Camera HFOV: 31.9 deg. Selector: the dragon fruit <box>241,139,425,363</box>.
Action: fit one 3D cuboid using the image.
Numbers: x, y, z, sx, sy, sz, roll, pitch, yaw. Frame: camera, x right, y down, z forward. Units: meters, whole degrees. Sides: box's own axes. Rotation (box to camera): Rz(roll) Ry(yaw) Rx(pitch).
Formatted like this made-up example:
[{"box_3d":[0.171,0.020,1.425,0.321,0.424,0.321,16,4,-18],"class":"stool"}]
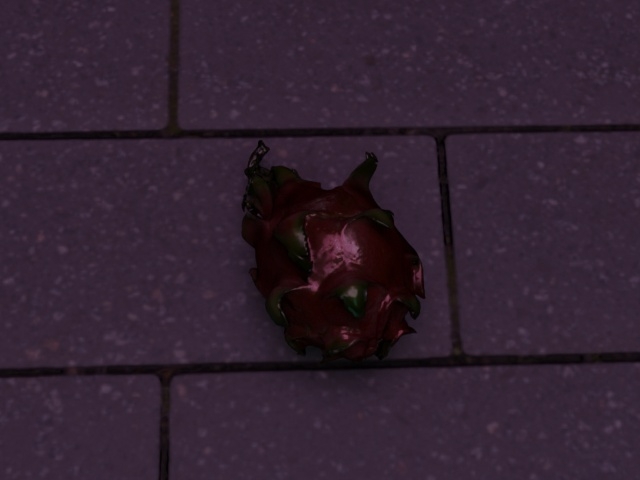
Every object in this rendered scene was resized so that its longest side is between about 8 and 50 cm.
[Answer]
[{"box_3d":[0.003,-0.002,0.928,0.137,0.135,0.236,-17,52,-3],"class":"dragon fruit"}]
